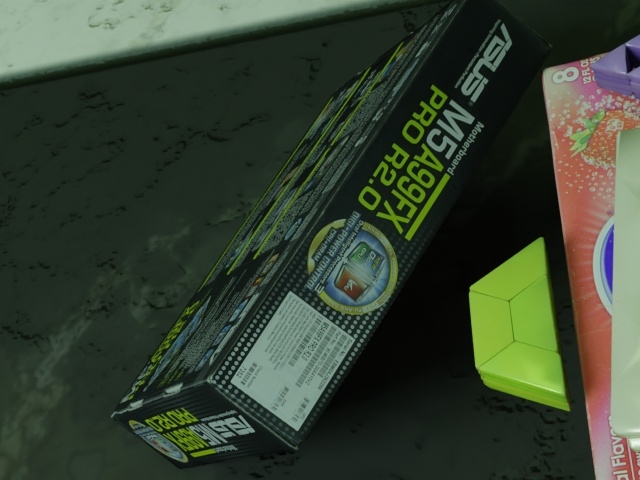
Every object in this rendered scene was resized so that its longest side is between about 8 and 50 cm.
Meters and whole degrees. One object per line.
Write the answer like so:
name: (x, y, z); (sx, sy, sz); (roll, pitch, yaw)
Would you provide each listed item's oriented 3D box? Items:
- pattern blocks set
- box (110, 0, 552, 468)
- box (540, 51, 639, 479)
pattern blocks set: (0.205, 0.013, 0.642); (0.285, 0.026, 0.325); (-18, 51, 11)
box: (0.000, 0.000, 0.827); (0.270, 0.060, 0.216); (-56, 10, -22)
box: (0.209, 0.046, 0.729); (0.154, 0.142, 0.300); (-12, 51, 16)
